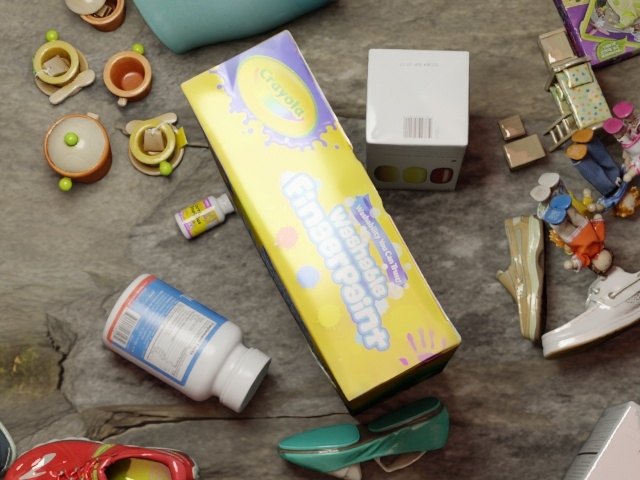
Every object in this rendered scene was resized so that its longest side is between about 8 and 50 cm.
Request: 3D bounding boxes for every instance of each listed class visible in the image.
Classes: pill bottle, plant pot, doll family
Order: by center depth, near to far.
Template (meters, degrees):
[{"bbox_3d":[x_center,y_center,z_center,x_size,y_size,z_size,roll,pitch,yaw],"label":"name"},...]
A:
[{"bbox_3d":[-0.187,0.151,1.701,0.221,0.124,0.124,30,81,7],"label":"pill bottle"},{"bbox_3d":[0.394,-0.068,1.710,0.163,0.118,0.263,44,75,-32],"label":"doll family"},{"bbox_3d":[-0.148,-0.412,1.756,0.255,0.272,0.271,-27,78,11],"label":"plant pot"},{"bbox_3d":[-0.171,-0.038,1.779,0.083,0.043,0.043,-28,79,-4],"label":"pill bottle"}]

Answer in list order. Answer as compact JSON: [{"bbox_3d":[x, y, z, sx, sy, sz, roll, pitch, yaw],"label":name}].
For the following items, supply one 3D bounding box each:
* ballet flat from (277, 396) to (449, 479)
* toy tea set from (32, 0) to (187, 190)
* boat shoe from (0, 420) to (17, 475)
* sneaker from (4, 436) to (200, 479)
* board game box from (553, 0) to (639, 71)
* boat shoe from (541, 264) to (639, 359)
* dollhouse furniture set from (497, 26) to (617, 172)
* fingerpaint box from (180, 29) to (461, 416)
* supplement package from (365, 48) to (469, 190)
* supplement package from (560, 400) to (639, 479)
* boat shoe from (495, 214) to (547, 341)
[{"bbox_3d":[0.066,0.294,1.687,0.247,0.083,0.087,-16,103,0],"label":"ballet flat"},{"bbox_3d":[-0.337,-0.237,1.784,0.200,0.124,0.336,-20,79,-2],"label":"toy tea set"},{"bbox_3d":[-0.536,0.236,1.718,0.095,0.079,0.254,-37,79,-4],"label":"boat shoe"},{"bbox_3d":[-0.310,0.322,1.672,0.279,0.118,0.107,-4,78,1],"label":"sneaker"},{"bbox_3d":[0.527,-0.409,1.830,0.347,0.056,0.208,-20,74,-2],"label":"board game box"},{"bbox_3d":[0.424,0.081,1.711,0.277,0.098,0.096,-25,78,-12],"label":"boat shoe"},{"bbox_3d":[0.323,-0.217,1.768,0.161,0.101,0.182,-20,78,-2],"label":"dollhouse furniture set"},{"bbox_3d":[0.000,0.000,1.600,0.163,0.371,0.444,-28,80,-4],"label":"fingerpaint box"},{"bbox_3d":[0.133,-0.163,1.691,0.139,0.244,0.133,2,78,3],"label":"supplement package"},{"bbox_3d":[0.397,0.388,1.604,0.177,0.175,0.293,33,82,7],"label":"supplement package"},{"bbox_3d":[0.290,0.055,1.739,0.072,0.068,0.190,-2,67,15],"label":"boat shoe"}]
